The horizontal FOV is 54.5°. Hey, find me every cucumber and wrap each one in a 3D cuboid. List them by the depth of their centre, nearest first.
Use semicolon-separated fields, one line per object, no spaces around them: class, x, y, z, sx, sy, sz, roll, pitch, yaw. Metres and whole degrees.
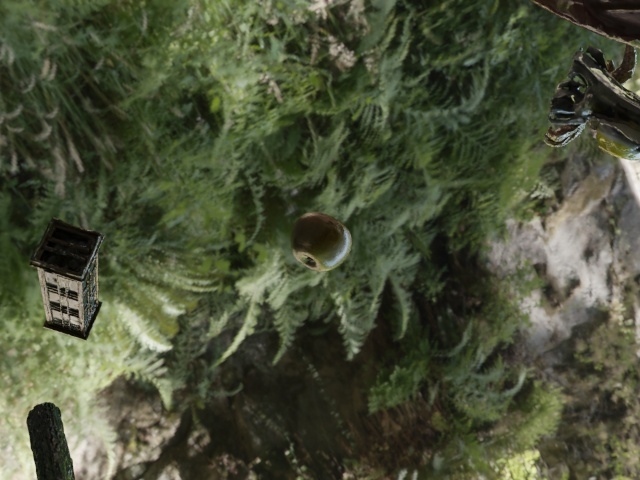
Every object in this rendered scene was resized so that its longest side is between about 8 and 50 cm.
cucumber;-0.410;0.331;0.952;0.058;0.058;0.187;-30;-132;-7

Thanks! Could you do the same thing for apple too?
apple;0.000;0.000;0.883;0.089;0.089;0.075;-7;-135;52

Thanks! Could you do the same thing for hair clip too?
hair clip;0.237;-0.071;0.407;0.172;0.049;0.116;28;-143;15

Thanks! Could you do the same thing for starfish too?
starfish;0.522;-0.273;1.183;0.238;0.071;0.216;-49;177;-39

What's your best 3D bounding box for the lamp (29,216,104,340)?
lamp;-0.440;0.079;1.095;0.325;0.089;0.090;124;-17;-57

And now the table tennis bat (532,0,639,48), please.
table tennis bat;0.302;-0.212;0.543;0.267;0.051;0.415;-5;-133;-14
